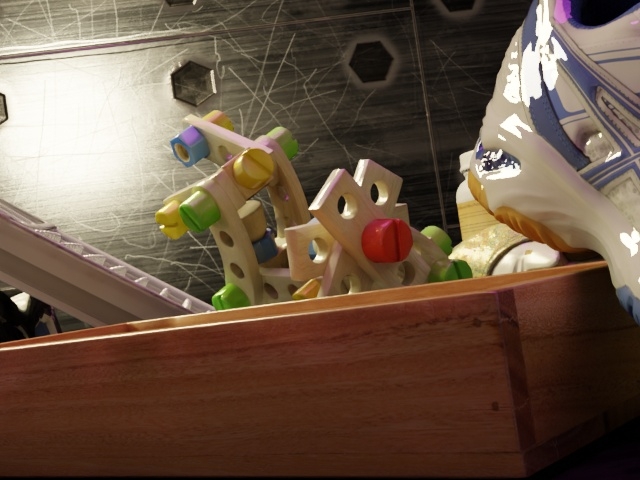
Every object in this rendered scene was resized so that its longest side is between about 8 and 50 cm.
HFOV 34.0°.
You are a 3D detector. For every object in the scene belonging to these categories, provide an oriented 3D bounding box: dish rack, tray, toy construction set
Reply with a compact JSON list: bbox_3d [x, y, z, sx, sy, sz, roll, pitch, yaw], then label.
[{"bbox_3d":[-0.208,0.046,0.962,0.333,0.072,0.285,27,-4,-6],"label":"dish rack"},{"bbox_3d":[-0.035,0.073,0.560,0.411,0.076,0.203,-9,-2,37],"label":"tray"},{"bbox_3d":[0.000,0.000,0.814,0.151,0.215,0.328,-34,21,-19],"label":"toy construction set"}]

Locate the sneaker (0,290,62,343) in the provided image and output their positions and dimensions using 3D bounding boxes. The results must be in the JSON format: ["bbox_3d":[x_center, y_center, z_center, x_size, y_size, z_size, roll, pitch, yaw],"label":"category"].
[{"bbox_3d":[-0.346,0.123,1.004,0.147,0.129,0.330,-23,-5,-2],"label":"sneaker"}]

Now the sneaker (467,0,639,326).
[{"bbox_3d":[0.154,-0.034,0.369,0.112,0.130,0.296,0,22,-30],"label":"sneaker"}]

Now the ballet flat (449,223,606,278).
[{"bbox_3d":[0.274,0.029,1.022,0.349,0.123,0.123,-9,-2,16],"label":"ballet flat"}]

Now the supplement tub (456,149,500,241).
[{"bbox_3d":[0.235,-0.009,1.204,0.144,0.199,0.144,-9,-2,0],"label":"supplement tub"}]
